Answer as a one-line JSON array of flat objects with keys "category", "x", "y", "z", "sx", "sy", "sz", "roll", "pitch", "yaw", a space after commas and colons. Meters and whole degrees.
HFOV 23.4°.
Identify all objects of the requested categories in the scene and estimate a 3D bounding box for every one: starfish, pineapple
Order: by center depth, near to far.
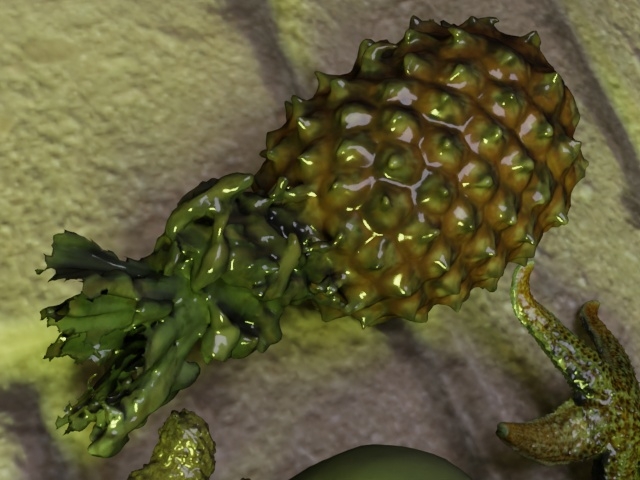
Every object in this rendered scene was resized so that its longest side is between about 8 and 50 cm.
[{"category": "pineapple", "x": 0.000, "y": 0.000, "z": 0.871, "sx": 0.361, "sy": 0.175, "sz": 0.175, "roll": -37, "pitch": 86, "yaw": -31}, {"category": "starfish", "x": 0.162, "y": 0.112, "z": 0.953, "sx": 0.176, "sy": 0.053, "sz": 0.208, "roll": -9, "pitch": 76, "yaw": -47}]

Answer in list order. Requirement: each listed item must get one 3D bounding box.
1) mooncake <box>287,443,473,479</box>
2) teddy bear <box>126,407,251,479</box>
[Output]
[{"category": "mooncake", "x": 0.048, "y": 0.239, "z": 0.782, "sx": 0.275, "sy": 0.135, "sz": 0.274, "roll": 11, "pitch": 64, "yaw": -23}, {"category": "teddy bear", "x": -0.102, "y": 0.159, "z": 0.745, "sx": 0.160, "sy": 0.078, "sz": 0.119, "roll": -29, "pitch": 54, "yaw": -28}]
